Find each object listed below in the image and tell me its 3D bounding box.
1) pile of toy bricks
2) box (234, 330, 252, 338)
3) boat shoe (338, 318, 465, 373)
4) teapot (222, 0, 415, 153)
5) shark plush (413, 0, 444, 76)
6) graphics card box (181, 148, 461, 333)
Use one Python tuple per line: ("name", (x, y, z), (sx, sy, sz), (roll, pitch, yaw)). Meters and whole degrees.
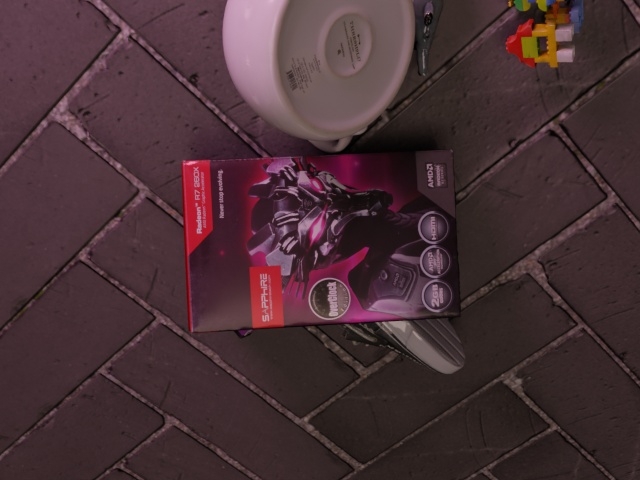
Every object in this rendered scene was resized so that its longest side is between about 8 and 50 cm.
("pile of toy bricks", (0.258, -0.326, 0.845), (0.105, 0.118, 0.212), (7, 142, 28))
("box", (-0.113, 0.053, 1.060), (0.116, 0.029, 0.162), (46, 119, 21))
("boat shoe", (0.078, 0.106, 1.090), (0.335, 0.121, 0.119), (40, 121, -8))
("teapot", (-0.022, -0.247, 0.838), (0.252, 0.187, 0.256), (9, 105, -43))
("shark plush", (0.127, -0.290, 0.872), (0.073, 0.067, 0.161), (11, 120, -7))
("graphics card box", (0.000, 0.000, 0.952), (0.370, 0.094, 0.233), (-2, 89, -5))
